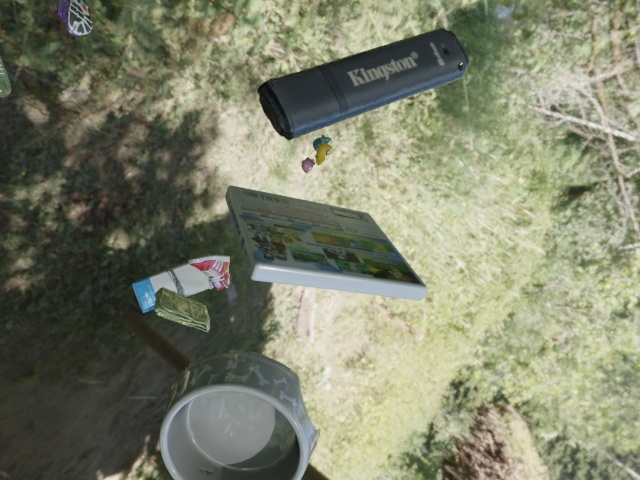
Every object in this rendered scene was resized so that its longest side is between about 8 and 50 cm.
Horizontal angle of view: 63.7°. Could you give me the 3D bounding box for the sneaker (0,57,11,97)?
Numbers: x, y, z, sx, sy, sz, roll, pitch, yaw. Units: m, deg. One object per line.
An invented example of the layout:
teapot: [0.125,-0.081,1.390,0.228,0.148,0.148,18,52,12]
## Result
sneaker: [-0.866,-0.475,1.337,0.064,0.192,0.086,-27,-171,-33]

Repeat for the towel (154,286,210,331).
towel: [-0.265,0.131,0.992,0.027,0.110,0.148,-65,-162,0]

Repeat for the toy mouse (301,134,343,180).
toy mouse: [-0.017,-0.240,1.415,0.161,0.031,0.143,-54,-157,6]

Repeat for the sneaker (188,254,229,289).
sneaker: [-0.206,0.061,0.970,0.118,0.042,0.066,7,79,-69]

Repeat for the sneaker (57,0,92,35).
sneaker: [-0.625,-0.565,1.301,0.071,0.169,0.068,-32,143,14]

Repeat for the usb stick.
usb stick: [0.059,-0.192,0.615,0.278,0.077,0.045,-24,164,-22]

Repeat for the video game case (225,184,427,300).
video game case: [0.000,0.000,0.980,0.329,0.300,0.036,10,116,-24]

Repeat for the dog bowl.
dog bowl: [-0.175,0.410,1.087,0.348,0.349,0.102,-57,-174,16]

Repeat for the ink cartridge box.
ink cartridge box: [-0.358,0.104,1.293,0.191,0.082,0.139,-19,-177,-11]
